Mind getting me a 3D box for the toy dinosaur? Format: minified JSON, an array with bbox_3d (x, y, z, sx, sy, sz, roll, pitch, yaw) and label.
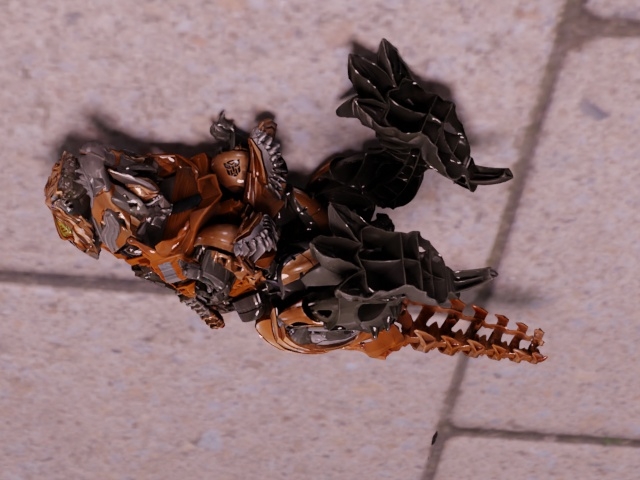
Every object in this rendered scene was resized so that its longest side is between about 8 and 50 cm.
[{"bbox_3d":[0.000,0.000,1.078,0.322,0.164,0.218,3,155,-32],"label":"toy dinosaur"}]
